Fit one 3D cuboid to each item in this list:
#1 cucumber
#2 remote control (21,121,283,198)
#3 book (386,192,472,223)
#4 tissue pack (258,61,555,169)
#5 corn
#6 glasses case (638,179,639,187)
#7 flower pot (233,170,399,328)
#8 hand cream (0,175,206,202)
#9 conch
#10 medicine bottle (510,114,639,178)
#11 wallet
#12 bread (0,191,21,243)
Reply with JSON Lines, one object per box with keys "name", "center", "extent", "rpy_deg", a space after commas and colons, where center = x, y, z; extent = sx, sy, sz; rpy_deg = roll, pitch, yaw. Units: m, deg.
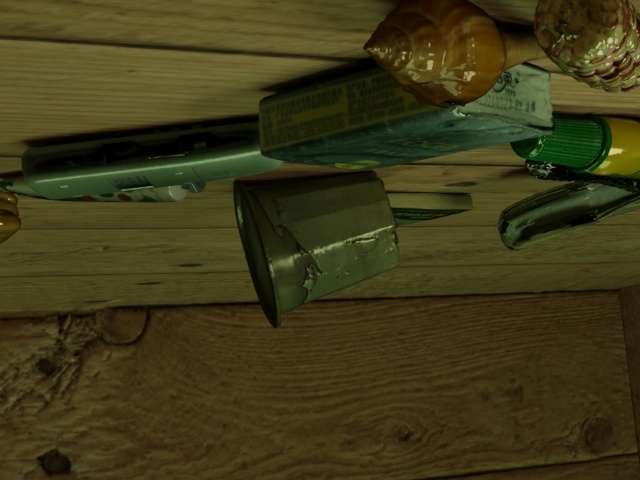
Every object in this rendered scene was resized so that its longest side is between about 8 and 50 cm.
{"name": "cucumber", "center": [0.358, -0.105, 2.175], "extent": [0.245, 0.067, 0.067], "rpy_deg": [8, 166, -42]}
{"name": "remote control", "center": [-0.189, -0.094, 1.876], "extent": [0.296, 0.056, 0.140], "rpy_deg": [-7, 174, 4]}
{"name": "book", "center": [0.084, -0.041, 2.608], "extent": [0.202, 0.027, 0.264], "rpy_deg": [1, 170, -38]}
{"name": "tissue pack", "center": [0.088, -0.134, 1.677], "extent": [0.257, 0.081, 0.185], "rpy_deg": [-10, 172, 40]}
{"name": "corn", "center": [0.253, -0.177, 1.453], "extent": [0.086, 0.086, 0.253], "rpy_deg": [-8, 174, 19]}
{"name": "glasses case", "center": [0.520, -0.110, 2.191], "extent": [0.184, 0.078, 0.039], "rpy_deg": [-5, 169, -10]}
{"name": "flower pot", "center": [0.000, 0.000, 2.253], "extent": [0.202, 0.212, 0.212], "rpy_deg": [-13, 174, -7]}
{"name": "hand cream", "center": [-0.274, -0.071, 2.015], "extent": [0.276, 0.059, 0.095], "rpy_deg": [-4, 172, 22]}
{"name": "conch", "center": [0.132, -0.161, 1.450], "extent": [0.109, 0.093, 0.330], "rpy_deg": [-19, 167, 34]}
{"name": "medicine bottle", "center": [0.351, -0.117, 2.018], "extent": [0.309, 0.076, 0.111], "rpy_deg": [1, 168, -44]}
{"name": "wallet", "center": [0.439, -0.065, 2.410], "extent": [0.309, 0.077, 0.223], "rpy_deg": [-15, 172, -37]}
{"name": "bread", "center": [-0.474, -0.021, 2.154], "extent": [0.116, 0.077, 0.200], "rpy_deg": [0, 169, -26]}
